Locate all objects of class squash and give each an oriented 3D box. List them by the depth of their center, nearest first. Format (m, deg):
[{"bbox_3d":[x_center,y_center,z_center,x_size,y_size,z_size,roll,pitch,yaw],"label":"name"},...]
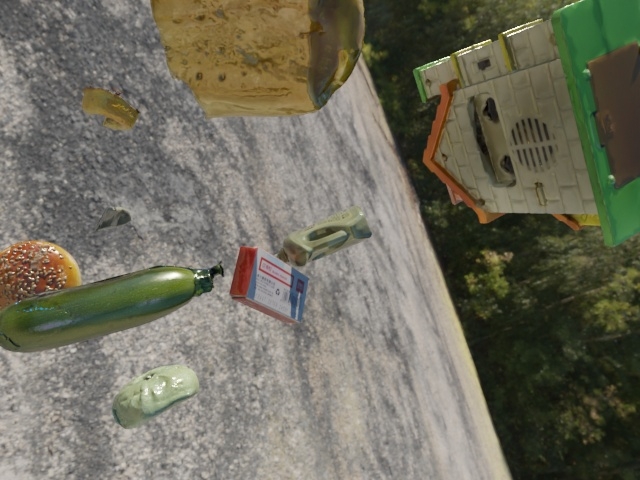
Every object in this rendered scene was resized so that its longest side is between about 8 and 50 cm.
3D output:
[{"bbox_3d":[-0.299,0.092,0.746,0.087,0.331,0.087,166,-90,-69],"label":"squash"}]

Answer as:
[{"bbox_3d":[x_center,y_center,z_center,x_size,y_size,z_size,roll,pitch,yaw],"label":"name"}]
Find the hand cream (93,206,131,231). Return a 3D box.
[{"bbox_3d":[-0.455,-0.050,1.119,0.037,0.057,0.165,29,3,-4],"label":"hand cream"}]

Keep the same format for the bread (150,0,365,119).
[{"bbox_3d":[-0.106,-0.447,1.048,0.250,0.393,0.361,-77,163,-48],"label":"bread"}]

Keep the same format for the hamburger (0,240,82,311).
[{"bbox_3d":[-0.731,0.110,1.307,0.237,0.236,0.147,62,-10,-21],"label":"hamburger"}]

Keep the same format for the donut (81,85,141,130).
[{"bbox_3d":[-0.643,-0.398,1.573,0.181,0.145,0.078,68,34,-71],"label":"donut"}]

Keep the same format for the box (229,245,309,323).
[{"bbox_3d":[-0.114,0.108,1.189,0.229,0.049,0.123,36,57,-51],"label":"box"}]

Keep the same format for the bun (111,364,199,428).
[{"bbox_3d":[-0.425,0.390,1.313,0.109,0.221,0.221,67,16,2],"label":"bun"}]

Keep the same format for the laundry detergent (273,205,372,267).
[{"bbox_3d":[0.000,0.000,1.296,0.181,0.253,0.091,-101,167,-78],"label":"laundry detergent"}]

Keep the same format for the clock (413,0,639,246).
[{"bbox_3d":[0.228,-0.124,0.577,0.255,0.106,0.220,11,-56,65],"label":"clock"}]
